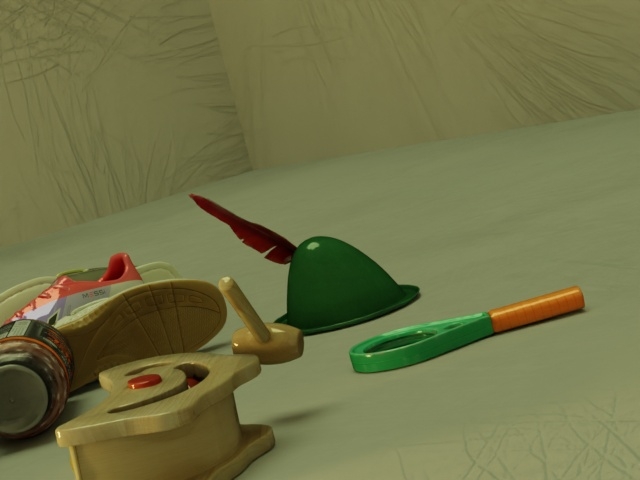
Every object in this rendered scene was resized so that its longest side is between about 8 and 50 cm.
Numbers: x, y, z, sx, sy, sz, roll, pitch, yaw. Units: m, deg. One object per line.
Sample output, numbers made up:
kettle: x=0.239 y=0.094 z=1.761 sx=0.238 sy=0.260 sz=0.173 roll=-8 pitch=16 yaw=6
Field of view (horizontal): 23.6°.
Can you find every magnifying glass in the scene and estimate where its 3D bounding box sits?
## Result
magnifying glass: x=0.140 y=0.084 z=1.474 sx=0.231 sy=0.026 sz=0.092 roll=-14 pitch=7 yaw=-1

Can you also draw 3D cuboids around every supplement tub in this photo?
supplement tub: x=-0.311 y=0.146 z=1.589 sx=0.106 sy=0.106 sz=0.198 roll=-15 pitch=8 yaw=-5

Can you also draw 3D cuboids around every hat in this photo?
hat: x=0.000 y=0.000 z=1.764 sx=0.173 sy=0.183 sz=0.208 roll=-8 pitch=10 yaw=41

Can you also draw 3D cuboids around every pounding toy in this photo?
pounding toy: x=-0.131 y=0.115 z=1.254 sx=0.154 sy=0.154 sz=0.269 roll=-7 pitch=10 yaw=24

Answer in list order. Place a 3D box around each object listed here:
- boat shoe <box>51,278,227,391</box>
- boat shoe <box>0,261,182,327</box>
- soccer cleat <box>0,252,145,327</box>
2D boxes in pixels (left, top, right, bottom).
boat shoe: x=-0.247 y=0.109 z=1.768 sx=0.277 sy=0.098 sz=0.096 roll=-18 pitch=9 yaw=-17
boat shoe: x=-0.329 y=0.093 z=2.041 sx=0.305 sy=0.109 sz=0.091 roll=-13 pitch=4 yaw=-38
soccer cleat: x=-0.338 y=0.108 z=1.878 sx=0.109 sy=0.116 sz=0.318 roll=-8 pitch=10 yaw=45
